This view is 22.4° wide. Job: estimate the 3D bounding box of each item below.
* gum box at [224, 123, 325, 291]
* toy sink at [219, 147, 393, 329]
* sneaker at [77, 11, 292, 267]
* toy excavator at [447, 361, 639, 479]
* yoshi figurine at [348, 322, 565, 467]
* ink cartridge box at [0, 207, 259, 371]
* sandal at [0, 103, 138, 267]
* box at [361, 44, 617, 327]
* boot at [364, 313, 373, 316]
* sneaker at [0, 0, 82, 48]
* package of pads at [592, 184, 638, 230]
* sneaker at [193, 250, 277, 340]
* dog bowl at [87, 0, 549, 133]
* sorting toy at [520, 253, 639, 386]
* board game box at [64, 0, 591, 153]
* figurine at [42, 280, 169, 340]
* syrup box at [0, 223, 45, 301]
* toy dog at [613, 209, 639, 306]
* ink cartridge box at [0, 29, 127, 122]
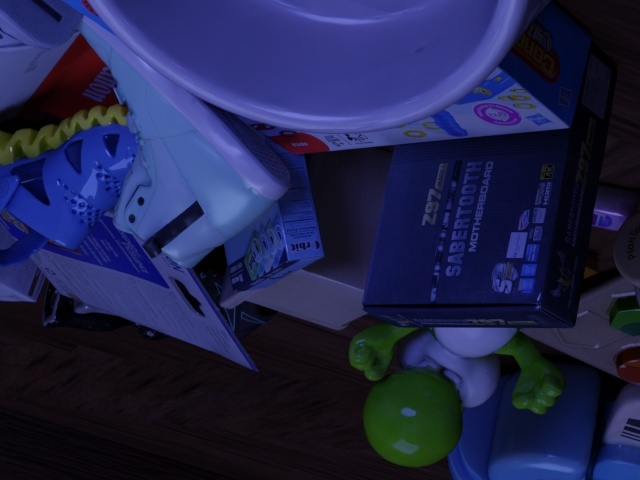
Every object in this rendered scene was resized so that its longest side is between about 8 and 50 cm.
[{"bbox_3d":[-0.058,-0.056,1.544,0.041,0.184,0.157,-7,170,-24],"label":"gum box"},{"bbox_3d":[0.000,0.000,1.711,0.131,0.152,0.234,19,160,-16],"label":"toy sink"},{"bbox_3d":[-0.163,-0.092,1.435,0.256,0.151,0.094,48,-163,4],"label":"sneaker"},{"bbox_3d":[0.381,0.257,2.136,0.433,0.222,0.445,10,153,10],"label":"toy excavator"},{"bbox_3d":[0.141,0.120,1.720,0.203,0.203,0.362,-12,144,-25],"label":"yoshi figurine"},{"bbox_3d":[-0.227,0.011,1.851,0.307,0.072,0.303,16,154,27],"label":"ink cartridge box"},{"bbox_3d":[-0.248,-0.053,1.643,0.317,0.138,0.126,-11,162,33],"label":"sandal"},{"bbox_3d":[0.140,-0.043,1.350,0.183,0.232,0.059,-2,158,42],"label":"box"},{"bbox_3d":[0.117,0.075,1.959,0.247,0.083,0.161,3,163,27],"label":"boot"},{"bbox_3d":[-0.304,-0.242,1.327,0.091,0.094,0.258,19,161,37],"label":"sneaker"},{"bbox_3d":[0.270,-0.035,1.594,0.083,0.032,0.050,12,158,7],"label":"package of pads"},{"bbox_3d":[-0.143,0.043,2.081,0.106,0.101,0.267,-22,144,13],"label":"sneaker"},{"bbox_3d":[-0.011,-0.210,0.998,0.349,0.102,0.348,12,139,11],"label":"dog bowl"},{"bbox_3d":[0.333,0.094,1.859,0.307,0.041,0.229,24,149,-28],"label":"sorting toy"},{"bbox_3d":[0.002,-0.179,1.285,0.308,0.086,0.302,-3,155,42],"label":"board game box"},{"bbox_3d":[-0.259,0.087,2.291,0.210,0.092,0.215,14,163,-26],"label":"figurine"},{"bbox_3d":[-0.473,-0.004,2.144,0.093,0.096,0.237,2,158,38],"label":"syrup box"},{"bbox_3d":[0.427,0.060,1.529,0.220,0.160,0.334,16,166,-38],"label":"toy dog"},{"bbox_3d":[-0.310,-0.156,1.586,0.385,0.091,0.308,21,161,-17],"label":"ink cartridge box"}]
